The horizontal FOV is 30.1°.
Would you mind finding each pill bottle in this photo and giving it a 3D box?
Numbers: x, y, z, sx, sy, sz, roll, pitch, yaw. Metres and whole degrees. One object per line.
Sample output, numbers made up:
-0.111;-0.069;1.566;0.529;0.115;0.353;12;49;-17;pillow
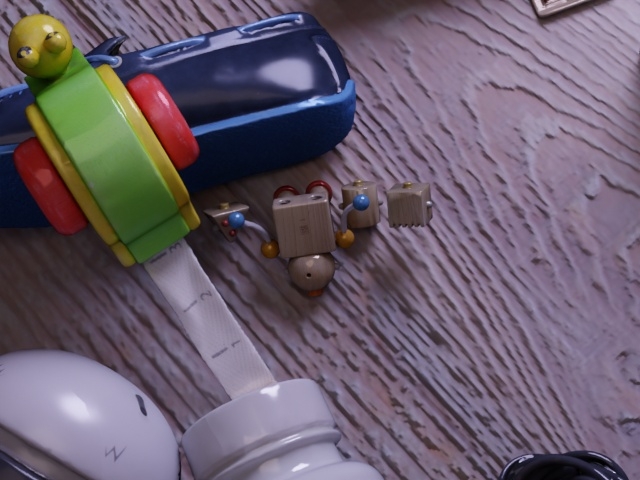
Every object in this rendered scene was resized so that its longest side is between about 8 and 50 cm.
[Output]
-0.003;0.214;0.776;0.131;0.131;0.229;-25;70;-2;pill bottle

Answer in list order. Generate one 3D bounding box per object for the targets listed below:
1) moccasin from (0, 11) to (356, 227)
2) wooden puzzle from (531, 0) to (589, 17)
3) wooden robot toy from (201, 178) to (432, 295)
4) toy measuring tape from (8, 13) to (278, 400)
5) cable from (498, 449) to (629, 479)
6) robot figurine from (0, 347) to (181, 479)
-0.147;-0.094;0.917;0.342;0.138;0.117;-10;65;-12;moccasin
0.197;-0.221;0.964;0.116;0.014;0.078;-26;70;-2;wooden puzzle
0.000;0.000;0.898;0.173;0.076;0.079;-7;106;4;wooden robot toy
-0.109;-0.003;0.795;0.121;0.121;0.330;-31;103;-4;toy measuring tape
0.150;0.220;0.769;0.150;0.047;0.184;-44;34;30;cable
-0.209;0.207;0.785;0.209;0.173;0.278;30;77;7;robot figurine
